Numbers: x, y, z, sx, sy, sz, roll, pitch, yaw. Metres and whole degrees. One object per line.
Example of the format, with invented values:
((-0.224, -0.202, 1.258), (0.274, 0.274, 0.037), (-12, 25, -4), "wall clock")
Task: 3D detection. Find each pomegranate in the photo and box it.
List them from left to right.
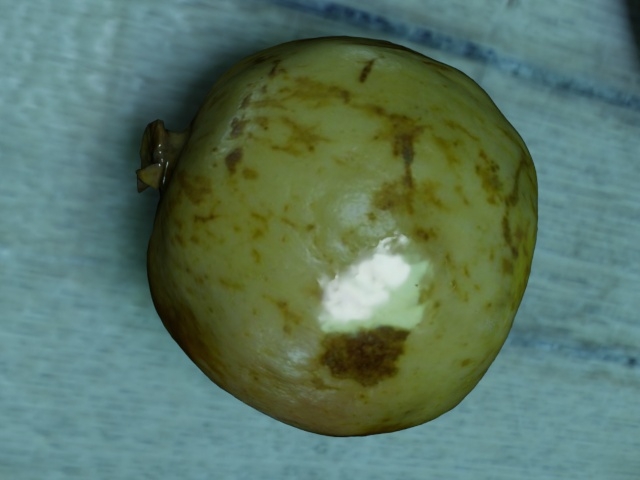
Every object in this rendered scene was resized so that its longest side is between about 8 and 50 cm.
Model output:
((0.000, 0.000, 0.686), (0.215, 0.215, 0.215), (-8, 112, -21), "pomegranate")
